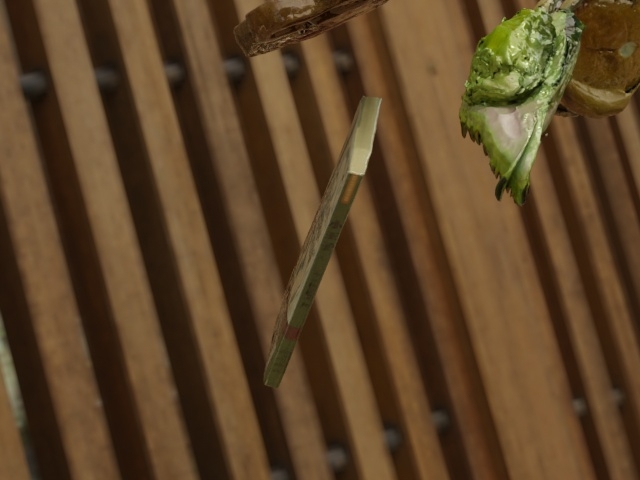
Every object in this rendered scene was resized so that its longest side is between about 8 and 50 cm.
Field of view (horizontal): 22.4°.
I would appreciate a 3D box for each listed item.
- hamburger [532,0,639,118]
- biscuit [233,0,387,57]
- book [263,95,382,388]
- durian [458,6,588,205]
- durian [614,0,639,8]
[{"bbox_3d":[0.318,-0.241,1.963,0.177,0.185,0.113,-38,25,-8],"label":"hamburger"},{"bbox_3d":[0.049,-0.289,1.810,0.314,0.063,0.367,-34,8,-37],"label":"biscuit"},{"bbox_3d":[0.000,0.000,1.788,0.026,0.289,0.201,21,30,-4],"label":"book"},{"bbox_3d":[0.205,-0.166,1.666,0.106,0.375,0.132,18,-49,3],"label":"durian"},{"bbox_3d":[0.335,-0.351,1.610,0.185,0.305,0.195,5,-24,49],"label":"durian"}]
